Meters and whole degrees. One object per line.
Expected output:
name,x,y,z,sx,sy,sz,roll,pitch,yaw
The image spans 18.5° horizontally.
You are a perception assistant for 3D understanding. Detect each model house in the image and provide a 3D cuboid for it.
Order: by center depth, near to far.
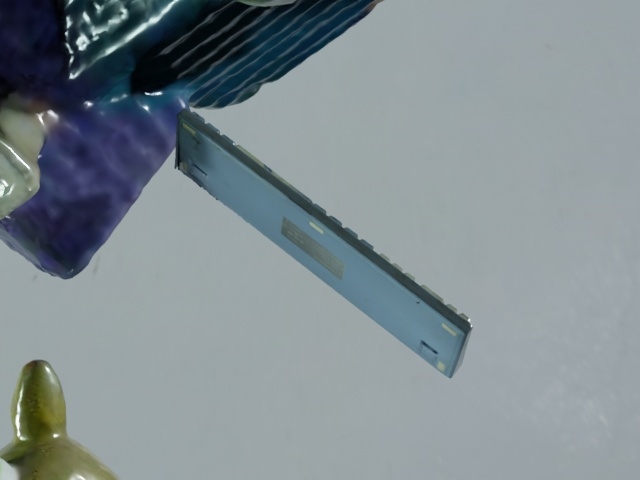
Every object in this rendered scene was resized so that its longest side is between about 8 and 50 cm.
model house,-0.122,-0.147,1.014,0.312,0.280,0.245,-32,115,29

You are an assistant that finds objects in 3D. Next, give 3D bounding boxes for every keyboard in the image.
keyboard,-0.001,0.001,0.948,0.176,0.055,0.014,37,69,13

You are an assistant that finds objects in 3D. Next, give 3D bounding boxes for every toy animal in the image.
toy animal,-0.236,0.256,1.740,0.180,0.181,0.363,-27,115,40
